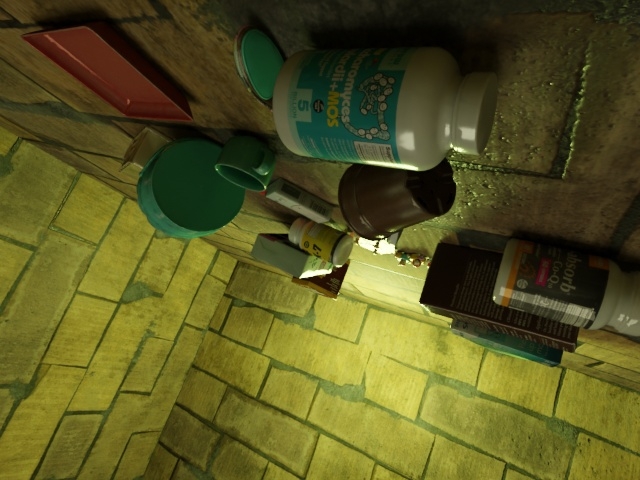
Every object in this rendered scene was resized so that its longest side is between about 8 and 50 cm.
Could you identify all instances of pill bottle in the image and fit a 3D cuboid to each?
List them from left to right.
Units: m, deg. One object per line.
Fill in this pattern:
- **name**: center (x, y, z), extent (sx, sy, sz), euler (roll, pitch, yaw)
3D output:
- **pill bottle**: center (0.000, 0.000, 1.401), extent (0.209, 0.119, 0.119), euler (24, 170, 25)
- **pill bottle**: center (0.080, -0.171, 0.520), extent (0.264, 0.146, 0.146), euler (13, 165, 29)
- **pill bottle**: center (0.536, 0.100, 0.869), extent (0.279, 0.162, 0.162), euler (14, 166, 25)

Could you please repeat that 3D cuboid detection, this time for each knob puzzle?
- **knob puzzle**: center (0.175, 0.012, 1.391), extent (0.213, 0.029, 0.213), euler (21, 167, 5)

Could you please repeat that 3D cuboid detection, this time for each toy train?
- **toy train**: center (0.336, 0.085, 1.393), extent (0.166, 0.046, 0.125), euler (9, 162, 42)

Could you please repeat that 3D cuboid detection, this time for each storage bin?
- **storage bin**: center (-0.484, -0.221, 1.289), extent (0.262, 0.123, 0.260), euler (29, 166, -32)

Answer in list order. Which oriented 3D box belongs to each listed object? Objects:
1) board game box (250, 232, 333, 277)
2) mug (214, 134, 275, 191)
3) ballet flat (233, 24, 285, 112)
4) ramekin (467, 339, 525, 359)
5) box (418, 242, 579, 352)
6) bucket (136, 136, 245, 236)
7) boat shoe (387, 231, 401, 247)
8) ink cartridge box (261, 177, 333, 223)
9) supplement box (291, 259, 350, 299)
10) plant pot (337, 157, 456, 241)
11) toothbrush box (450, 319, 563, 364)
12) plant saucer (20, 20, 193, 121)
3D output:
- **board game box**: center (-0.092, 0.053, 1.569), extent (0.224, 0.097, 0.303), euler (25, -171, 21)
- **mug**: center (-0.161, -0.187, 0.955), extent (0.158, 0.097, 0.129), euler (16, 166, 19)
- **ballet flat**: center (-0.079, -0.249, 0.646), extent (0.079, 0.076, 0.221), euler (36, 179, 37)
- **ramekin**: center (0.770, 0.384, 1.697), extent (0.304, 0.148, 0.303), euler (20, 167, 5)
- **box**: center (0.484, 0.146, 1.076), extent (0.382, 0.191, 0.143), euler (13, 165, 34)
- **bucket**: center (-0.348, -0.137, 1.099), extent (0.281, 0.281, 0.183), euler (28, 164, -26)
- **boat shoe**: center (0.174, -0.051, 1.028), extent (0.076, 0.080, 0.228), euler (24, 168, 18)
- **ink cartridge box**: center (-0.089, -0.111, 1.259), extent (0.189, 0.066, 0.232), euler (26, 162, -20)
- **supplement box**: center (0.004, 0.143, 1.837), extent (0.191, 0.194, 0.129), euler (31, 164, -36)
- **plant pot**: center (0.147, -0.092, 0.746), extent (0.167, 0.166, 0.165), euler (28, 157, -27)
- **toothbrush box**: center (0.564, 0.218, 1.193), extent (0.296, 0.216, 0.126), euler (16, 166, 27)
- **plant saucer**: center (-0.425, -0.348, 0.831), extent (0.259, 0.047, 0.259), euler (13, 166, 31)
